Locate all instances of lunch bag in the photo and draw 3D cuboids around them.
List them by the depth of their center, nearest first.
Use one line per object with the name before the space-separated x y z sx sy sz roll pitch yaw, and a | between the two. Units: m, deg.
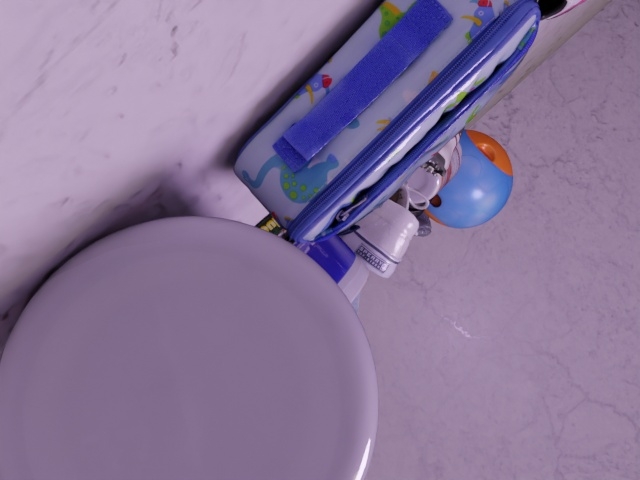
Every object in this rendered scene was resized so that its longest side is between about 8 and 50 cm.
lunch bag | 0.049 -0.094 0.409 0.219 0.090 0.176 -44 173 14

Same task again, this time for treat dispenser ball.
treat dispenser ball | 0.410 -0.178 1.660 0.288 0.288 0.288 -42 177 -3

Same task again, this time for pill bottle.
pill bottle | -0.080 0.110 0.469 0.210 0.210 0.363 -41 176 -7
pill bottle | 0.238 -0.169 1.260 0.121 0.121 0.216 -44 176 37

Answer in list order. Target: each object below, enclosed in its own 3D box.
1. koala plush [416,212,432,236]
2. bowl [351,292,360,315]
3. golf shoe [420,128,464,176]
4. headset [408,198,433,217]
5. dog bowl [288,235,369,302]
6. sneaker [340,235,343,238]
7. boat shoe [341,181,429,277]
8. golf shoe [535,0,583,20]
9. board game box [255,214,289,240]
koala plush | 0.193 -0.077 1.787 0.221 0.203 0.196 -18 180 -22
bowl | 0.013 0.093 1.452 0.156 0.289 0.289 0 -176 10
golf shoe | 0.193 -0.184 0.982 0.120 0.105 0.273 -62 174 18
headset | 0.157 -0.078 1.386 0.394 0.185 0.243 -73 -174 -67
dog bowl | -0.065 0.089 0.794 0.265 0.104 0.265 -41 -176 4
sneaker | 0.000 0.000 1.064 0.100 0.108 0.271 -60 -170 8
boat shoe | 0.113 -0.064 0.991 0.156 0.136 0.367 -52 -175 12
golf shoe | 0.316 -0.322 0.678 0.086 0.067 0.186 -39 176 -14
board game box | -0.091 0.018 0.731 0.259 0.030 0.136 -41 179 -6
